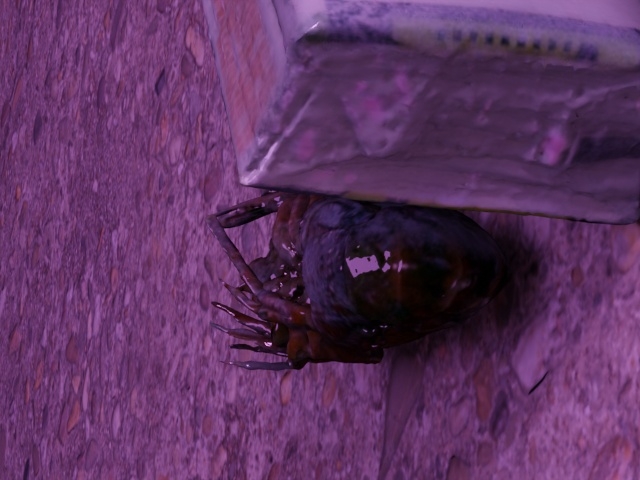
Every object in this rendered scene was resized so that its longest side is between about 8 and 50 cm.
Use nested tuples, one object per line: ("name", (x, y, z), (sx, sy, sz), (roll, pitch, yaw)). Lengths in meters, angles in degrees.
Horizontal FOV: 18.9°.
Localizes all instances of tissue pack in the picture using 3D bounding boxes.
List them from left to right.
("tissue pack", (0.052, -0.157, 1.065), (0.311, 0.228, 0.128), (-106, 29, -45))

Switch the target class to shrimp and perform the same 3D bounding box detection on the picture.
("shrimp", (0.001, 0.000, 1.267), (0.372, 0.137, 0.172), (-1, 93, 60))
